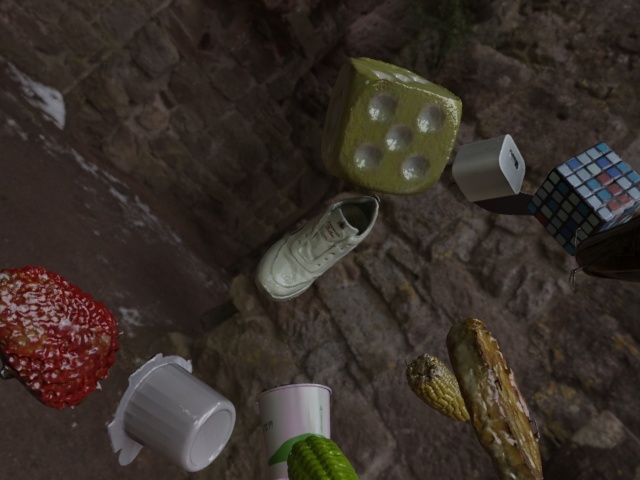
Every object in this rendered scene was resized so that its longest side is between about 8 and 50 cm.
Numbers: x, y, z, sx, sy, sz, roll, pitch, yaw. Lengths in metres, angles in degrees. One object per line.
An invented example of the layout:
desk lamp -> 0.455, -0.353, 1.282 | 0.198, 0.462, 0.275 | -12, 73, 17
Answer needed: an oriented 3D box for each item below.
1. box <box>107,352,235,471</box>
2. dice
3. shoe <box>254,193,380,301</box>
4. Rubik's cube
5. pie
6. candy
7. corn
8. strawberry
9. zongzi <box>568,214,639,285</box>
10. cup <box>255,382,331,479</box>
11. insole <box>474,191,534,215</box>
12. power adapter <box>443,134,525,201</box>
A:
box -> -0.347, 0.447, 1.334 | 0.206, 0.291, 0.262 | 20, -12, 27
dice -> 0.137, -0.236, 1.158 | 0.233, 0.226, 0.238 | 12, 25, -11
shoe -> 0.000, 0.000, 1.276 | 0.132, 0.342, 0.210 | 51, -31, 5
Rubik's cube -> 0.675, -0.102, 1.407 | 0.187, 0.182, 0.184 | 56, -19, 23
pie -> 0.309, 0.294, 0.988 | 0.315, 0.092, 0.315 | 55, 21, -32
candy -> 0.013, 0.355, 0.797 | 0.097, 0.097, 0.209 | 48, -11, -13
corn -> 0.311, 0.387, 1.428 | 0.305, 0.106, 0.106 | 46, 3, -42
strawberry -> -0.492, 0.182, 1.054 | 0.306, 0.138, 0.233 | 66, 29, -53
zongzi -> 0.517, -0.026, 0.909 | 0.248, 0.111, 0.241 | 6, -46, 47
cup -> -0.074, 0.610, 1.748 | 0.253, 0.253, 0.274 | 46, 31, -53
insole -> 0.609, -0.115, 1.672 | 0.110, 0.309, 0.012 | 87, 12, -46
power adapter -> 0.408, -0.181, 1.462 | 0.205, 0.125, 0.130 | -7, -44, 42
